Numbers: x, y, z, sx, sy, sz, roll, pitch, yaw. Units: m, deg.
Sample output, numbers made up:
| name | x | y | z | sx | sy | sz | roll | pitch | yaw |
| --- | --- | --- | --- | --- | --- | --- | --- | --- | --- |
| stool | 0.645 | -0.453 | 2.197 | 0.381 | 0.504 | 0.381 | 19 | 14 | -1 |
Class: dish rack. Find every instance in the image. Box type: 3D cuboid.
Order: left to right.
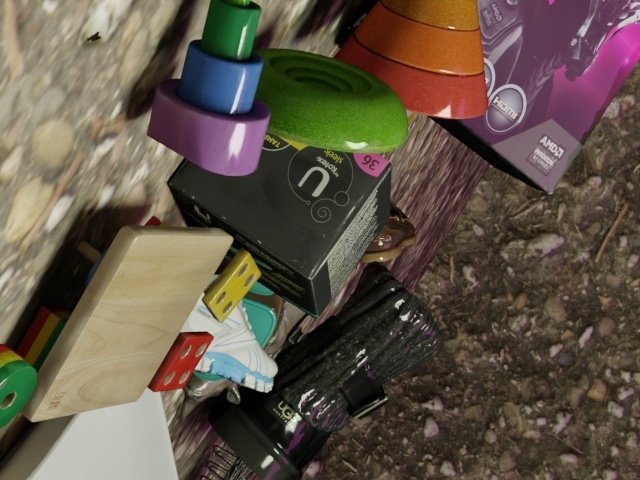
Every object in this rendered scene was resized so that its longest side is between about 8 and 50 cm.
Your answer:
| name | x | y | z | sx | sy | sz | roll | pitch | yaw |
| --- | --- | --- | --- | --- | --- | --- | --- | --- | --- |
| dish rack | -0.092 | 0.265 | 1.918 | 0.271 | 0.074 | 0.208 | -47 | 166 | -44 |

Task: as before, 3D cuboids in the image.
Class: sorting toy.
| name | x | y | z | sx | sy | sz | roll | pitch | yaw |
| --- | --- | --- | --- | --- | --- | --- | --- | --- | --- |
| sorting toy | -0.127 | 0.041 | 0.895 | 0.132 | 0.046 | 0.274 | -59 | 161 | 12 |
| sorting toy | 0.020 | -0.138 | 0.906 | 0.365 | 0.127 | 0.126 | -24 | 135 | -58 |

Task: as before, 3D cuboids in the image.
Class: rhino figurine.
| name | x | y | z | sx | sy | sz | roll | pitch | yaw |
| --- | --- | --- | --- | --- | --- | --- | --- | --- | --- |
| rhino figurine | -0.062 | 0.075 | 1.367 | 0.243 | 0.073 | 0.106 | -56 | 169 | 1 |

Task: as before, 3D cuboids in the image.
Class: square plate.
| name | x | y | z | sx | sy | sz | roll | pitch | yaw |
| --- | --- | --- | --- | --- | --- | --- | --- | --- | --- |
| square plate | -0.227 | 0.269 | 1.055 | 0.344 | 0.049 | 0.347 | -52 | 160 | -27 |

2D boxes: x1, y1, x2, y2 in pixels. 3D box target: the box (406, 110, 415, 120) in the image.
| name | x | y | z | sx | sy | sz | roll | pitch | yaw |
| --- | --- | --- | --- | --- | --- | --- | --- | --- | --- |
| box | 0.101 | -0.180 | 1.499 | 0.081 | 0.028 | 0.136 | -43 | 159 | -59 |

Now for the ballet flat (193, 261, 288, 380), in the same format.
| name | x | y | z | sx | sy | sz | roll | pitch | yaw |
| --- | --- | --- | --- | --- | --- | --- | --- | --- | --- |
| ballet flat | -0.059 | 0.032 | 1.261 | 0.079 | 0.077 | 0.221 | -78 | -169 | -51 |

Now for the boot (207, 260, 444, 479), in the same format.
| name | x | y | z | sx | sy | sz | roll | pitch | yaw |
| --- | --- | --- | --- | --- | --- | --- | --- | --- | --- |
| boot | 0.008 | 0.156 | 1.611 | 0.260 | 0.131 | 0.348 | -46 | -179 | -7 |

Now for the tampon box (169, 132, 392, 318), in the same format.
| name | x | y | z | sx | sy | sz | roll | pitch | yaw |
| --- | --- | --- | --- | --- | --- | --- | --- | --- | --- |
| tampon box | -0.024 | -0.028 | 1.024 | 0.101 | 0.120 | 0.161 | -55 | 172 | -10 |

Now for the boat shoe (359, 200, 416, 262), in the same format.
| name | x | y | z | sx | sy | sz | roll | pitch | yaw |
| --- | --- | --- | --- | --- | --- | --- | --- | --- | --- |
| boat shoe | 0.084 | -0.020 | 1.861 | 0.207 | 0.073 | 0.073 | -43 | 124 | -81 |

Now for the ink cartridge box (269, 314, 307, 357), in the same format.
| name | x | y | z | sx | sy | sz | roll | pitch | yaw |
| --- | --- | --- | --- | --- | --- | --- | --- | --- | --- |
| ink cartridge box | 0.000 | 0.000 | 1.516 | 0.181 | 0.056 | 0.225 | -47 | 168 | -52 |

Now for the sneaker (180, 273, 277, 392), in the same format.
| name | x | y | z | sx | sy | sz | roll | pitch | yaw |
| --- | --- | --- | --- | --- | --- | --- | --- | --- | --- |
| sneaker | -0.079 | 0.073 | 1.180 | 0.190 | 0.071 | 0.083 | 33 | 77 | -64 |

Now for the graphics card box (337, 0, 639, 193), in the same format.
| name | x | y | z | sx | sy | sz | roll | pitch | yaw |
| --- | --- | --- | --- | --- | --- | --- | --- | --- | --- |
| graphics card box | 0.203 | -0.251 | 1.191 | 0.233 | 0.094 | 0.371 | 34 | 91 | -40 |
